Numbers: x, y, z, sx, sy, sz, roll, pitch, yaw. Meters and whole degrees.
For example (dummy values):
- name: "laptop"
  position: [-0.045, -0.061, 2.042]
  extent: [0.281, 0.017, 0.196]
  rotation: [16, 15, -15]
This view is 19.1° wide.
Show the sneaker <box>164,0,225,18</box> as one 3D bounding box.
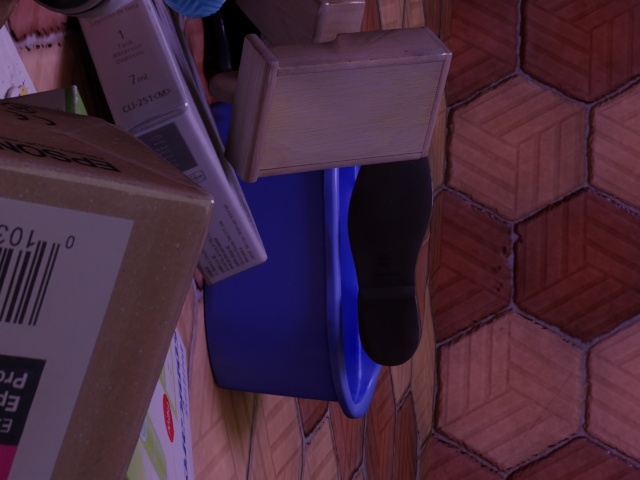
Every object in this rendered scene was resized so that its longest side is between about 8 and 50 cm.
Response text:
- name: "sneaker"
  position: [-0.106, -0.276, 1.457]
  extent: [0.092, 0.087, 0.229]
  rotation: [72, 7, -78]

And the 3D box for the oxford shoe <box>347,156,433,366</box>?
- name: "oxford shoe"
  position: [0.065, 0.004, 1.730]
  extent: [0.076, 0.076, 0.212]
  rotation: [-17, 111, -78]

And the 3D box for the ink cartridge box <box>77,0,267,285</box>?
- name: "ink cartridge box"
  position: [-0.130, -0.125, 1.500]
  extent: [0.275, 0.060, 0.239]
  rotation: [66, 1, -63]

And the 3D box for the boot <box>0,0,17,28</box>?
- name: "boot"
  position: [-0.225, -0.112, 1.004]
  extent: [0.115, 0.112, 0.305]
  rotation: [-62, -174, 24]

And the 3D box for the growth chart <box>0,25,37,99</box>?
- name: "growth chart"
  position: [-0.204, -0.063, 1.216]
  extent: [0.237, 0.021, 0.172]
  rotation: [71, 23, -56]

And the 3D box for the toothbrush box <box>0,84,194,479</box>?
- name: "toothbrush box"
  position: [-0.158, 0.083, 1.104]
  extent: [0.283, 0.122, 0.206]
  rotation: [77, 5, -53]

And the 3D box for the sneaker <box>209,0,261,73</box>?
- name: "sneaker"
  position: [-0.062, -0.275, 1.730]
  extent: [0.124, 0.107, 0.283]
  rotation: [-48, 133, -57]

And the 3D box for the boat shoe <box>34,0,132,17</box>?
- name: "boat shoe"
  position: [-0.199, -0.252, 0.935]
  extent: [0.335, 0.121, 0.119]
  rotation: [61, 37, -10]

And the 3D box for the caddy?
- name: "caddy"
  position: [0.000, 0.000, 1.829]
  extent: [0.241, 0.179, 0.341]
  rotation: [-23, 113, -77]

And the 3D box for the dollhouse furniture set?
- name: "dollhouse furniture set"
  position: [-0.030, -0.164, 1.534]
  extent: [0.242, 0.161, 0.212]
  rotation: [52, -40, 44]

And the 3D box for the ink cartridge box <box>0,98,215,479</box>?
- name: "ink cartridge box"
  position: [-0.174, 0.042, 0.609]
  extent: [0.234, 0.088, 0.193]
  rotation: [9, 105, -36]
